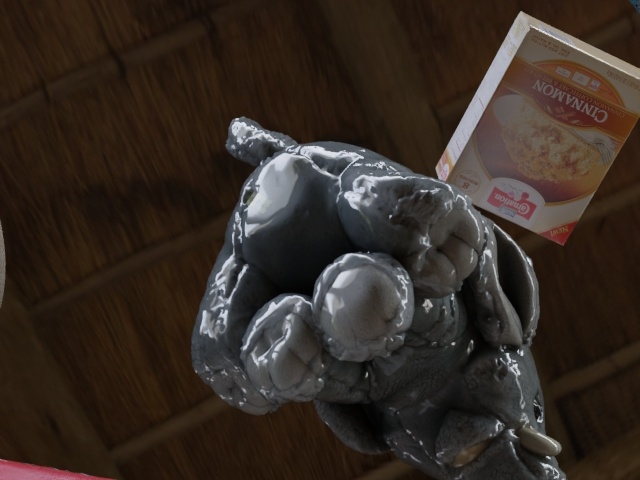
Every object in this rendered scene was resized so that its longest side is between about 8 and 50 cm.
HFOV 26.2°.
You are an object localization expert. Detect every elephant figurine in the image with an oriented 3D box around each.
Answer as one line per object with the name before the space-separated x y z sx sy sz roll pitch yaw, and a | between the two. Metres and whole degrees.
elephant figurine | 0.055 0.064 0.734 0.169 0.239 0.186 -3 -120 44

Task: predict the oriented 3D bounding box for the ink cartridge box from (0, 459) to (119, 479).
ink cartridge box | -0.113 0.151 0.441 0.309 0.272 0.130 -3 -131 50

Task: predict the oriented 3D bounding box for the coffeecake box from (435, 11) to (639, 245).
coffeecake box | 0.222 -0.111 1.375 0.142 0.068 0.185 23 -70 -10

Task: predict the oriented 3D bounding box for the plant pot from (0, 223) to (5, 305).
plant pot | -0.372 0.020 0.876 0.280 0.323 0.323 -18 -120 -44

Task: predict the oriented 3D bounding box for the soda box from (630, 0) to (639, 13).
soda box | 0.183 -0.228 0.870 0.058 0.063 0.183 -43 -78 -8
